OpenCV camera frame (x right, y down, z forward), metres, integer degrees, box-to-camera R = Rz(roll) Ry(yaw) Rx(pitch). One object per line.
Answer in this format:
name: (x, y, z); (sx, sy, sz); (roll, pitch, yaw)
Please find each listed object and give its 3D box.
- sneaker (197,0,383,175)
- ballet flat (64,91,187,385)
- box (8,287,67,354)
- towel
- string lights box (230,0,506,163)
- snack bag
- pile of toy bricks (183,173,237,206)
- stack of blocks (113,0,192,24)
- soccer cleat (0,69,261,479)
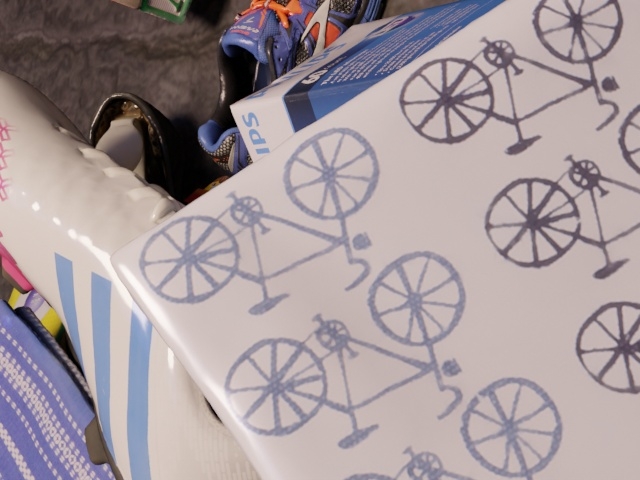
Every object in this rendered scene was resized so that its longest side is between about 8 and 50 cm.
sneaker: (-0.021, -0.140, 0.680); (0.083, 0.087, 0.221); (15, 92, 42)
ballet flat: (-0.144, 0.011, 0.716); (0.095, 0.096, 0.280); (-9, 60, 2)
box: (-0.216, 0.063, 0.808); (0.105, 0.043, 0.179); (-17, 50, 39)
towel: (-0.247, 0.236, 0.664); (0.243, 0.040, 0.336); (43, 101, 35)
string lights box: (0.093, -0.081, 0.523); (0.260, 0.133, 0.076); (-3, 118, 43)
snack bag: (0.153, 0.057, 0.326); (0.323, 0.037, 0.342); (-32, 78, -9)
pile of toy bricks: (0.000, 0.000, 0.639); (0.105, 0.118, 0.212); (-43, 31, -20)
stack of blocks: (-0.102, -0.320, 0.733); (0.087, 0.171, 0.297); (34, 105, 41)
soccer cleat: (-0.103, 0.010, 0.581); (0.143, 0.116, 0.331); (-38, 75, 21)
